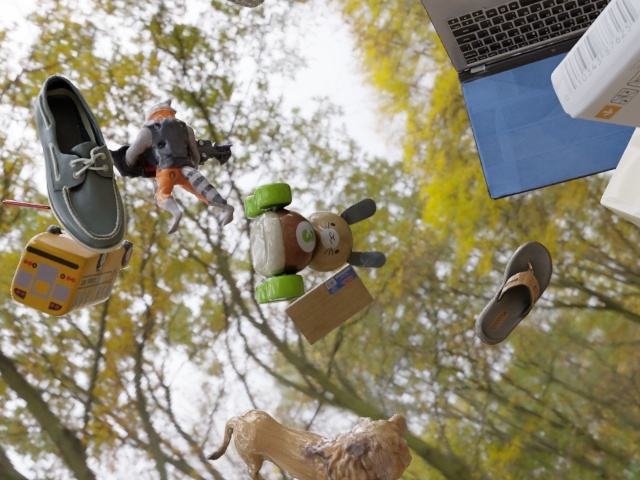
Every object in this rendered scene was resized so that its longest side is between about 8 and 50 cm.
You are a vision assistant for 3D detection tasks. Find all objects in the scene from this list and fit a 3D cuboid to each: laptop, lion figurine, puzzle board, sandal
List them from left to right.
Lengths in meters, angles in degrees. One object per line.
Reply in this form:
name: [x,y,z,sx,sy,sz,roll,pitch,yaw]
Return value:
lion figurine: [-0.035,0.365,1.550,0.240,0.392,0.142,79,-159,-52]
puzzle board: [0.014,0.102,1.444,0.128,0.011,0.096,-36,-51,-3]
sandal: [0.371,0.102,1.710,0.219,0.090,0.060,-52,-2,-5]
laptop: [0.424,-0.316,1.632,0.408,0.382,0.236,48,-146,-51]

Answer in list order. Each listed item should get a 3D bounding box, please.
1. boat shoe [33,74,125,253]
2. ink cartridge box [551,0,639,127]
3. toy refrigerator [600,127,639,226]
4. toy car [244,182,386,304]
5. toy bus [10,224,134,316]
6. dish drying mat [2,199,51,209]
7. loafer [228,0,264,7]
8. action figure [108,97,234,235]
boat shoe: [-0.406,-0.132,1.502,0.116,0.319,0.099,-15,-19,-22]
ink cartridge box: [0.401,-0.200,0.734,0.307,0.072,0.303,2,-37,-27]
toy refrigerator: [0.436,-0.035,1.014,0.270,0.094,0.102,21,-84,-40]
toy car: [0.000,0.000,1.266,0.188,0.149,0.155,-6,-96,-16]
toy bus: [-0.436,0.049,1.622,0.333,0.108,0.130,-45,-25,-88]
dish drying mat: [-0.529,-0.065,1.628,0.032,0.083,0.008,-50,-33,-87]
loafer: [-0.213,-0.546,1.599,0.319,0.112,0.111,40,-129,-26]
action figure: [-0.304,-0.190,2.117,0.341,0.330,0.178,-18,-17,-39]
